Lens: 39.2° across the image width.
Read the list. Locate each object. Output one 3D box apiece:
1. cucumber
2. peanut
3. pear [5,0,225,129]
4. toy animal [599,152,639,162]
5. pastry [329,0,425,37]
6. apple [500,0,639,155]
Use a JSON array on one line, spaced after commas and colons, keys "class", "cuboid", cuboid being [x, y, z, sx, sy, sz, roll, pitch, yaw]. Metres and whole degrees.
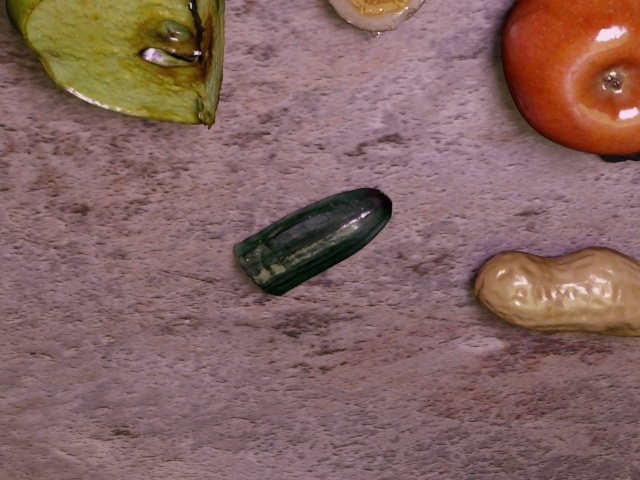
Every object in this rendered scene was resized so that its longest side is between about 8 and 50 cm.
[{"class": "cucumber", "cuboid": [0.000, 0.000, 1.367, 0.244, 0.063, 0.115, -33, 118, 11]}, {"class": "peanut", "cuboid": [0.400, 0.075, 1.407, 0.318, 0.147, 0.148, 8, 119, -4]}, {"class": "pear", "cuboid": [-0.252, -0.270, 1.135, 0.255, 0.164, 0.238, 0, 139, 4]}, {"class": "toy animal", "cuboid": [0.506, -0.155, 1.323, 0.232, 0.084, 0.148, 16, 129, -15]}, {"class": "pastry", "cuboid": [0.076, -0.348, 1.157, 0.165, 0.088, 0.166, -3, 123, -4]}, {"class": "apple", "cuboid": [0.372, -0.234, 1.173, 0.272, 0.206, 0.251, 37, 107, -16]}]
